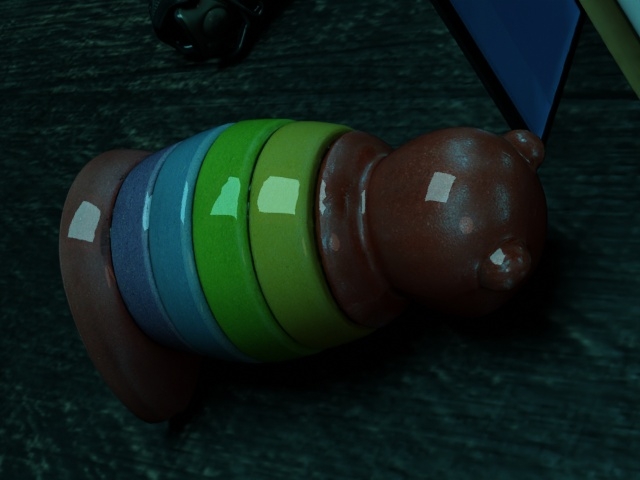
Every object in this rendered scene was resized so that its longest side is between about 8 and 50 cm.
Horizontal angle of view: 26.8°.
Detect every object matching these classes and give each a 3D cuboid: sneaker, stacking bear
[{"bbox_3d":[-0.055,-0.230,1.154,0.227,0.087,0.130,-26,41,22],"label":"sneaker"},{"bbox_3d":[0.000,0.000,0.826,0.289,0.164,0.175,-7,48,28],"label":"stacking bear"}]

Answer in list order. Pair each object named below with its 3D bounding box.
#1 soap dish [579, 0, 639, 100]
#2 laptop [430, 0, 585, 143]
[{"bbox_3d":[0.272,-0.200,0.750,0.291,0.229,0.118,-35,21,7],"label":"soap dish"},{"bbox_3d":[0.177,-0.227,0.833,0.264,0.234,0.136,-32,39,10],"label":"laptop"}]
